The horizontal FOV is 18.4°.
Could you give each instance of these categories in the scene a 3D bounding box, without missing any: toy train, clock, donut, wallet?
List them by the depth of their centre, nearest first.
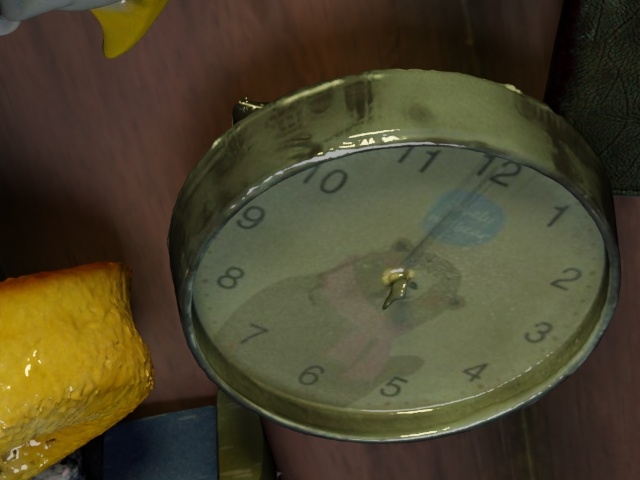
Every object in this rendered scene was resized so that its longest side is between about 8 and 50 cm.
[{"bbox_3d":[0.220,-0.143,1.107,0.173,0.045,0.318,5,136,1],"label":"wallet"},{"bbox_3d":[0.047,0.019,1.195,0.281,0.055,0.280,-3,135,-3],"label":"clock"},{"bbox_3d":[-0.222,0.098,1.262,0.253,0.253,0.118,-37,80,33],"label":"donut"},{"bbox_3d":[-0.109,0.241,1.463,0.202,0.131,0.299,-12,135,4],"label":"toy train"}]

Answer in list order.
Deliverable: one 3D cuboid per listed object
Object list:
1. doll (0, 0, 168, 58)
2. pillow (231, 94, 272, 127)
[{"bbox_3d":[-0.102,-0.201,1.012,0.146,0.103,0.316,0,146,-40],"label":"doll"},{"bbox_3d":[0.000,0.000,1.252,0.141,0.055,0.208,6,134,-8],"label":"pillow"}]
